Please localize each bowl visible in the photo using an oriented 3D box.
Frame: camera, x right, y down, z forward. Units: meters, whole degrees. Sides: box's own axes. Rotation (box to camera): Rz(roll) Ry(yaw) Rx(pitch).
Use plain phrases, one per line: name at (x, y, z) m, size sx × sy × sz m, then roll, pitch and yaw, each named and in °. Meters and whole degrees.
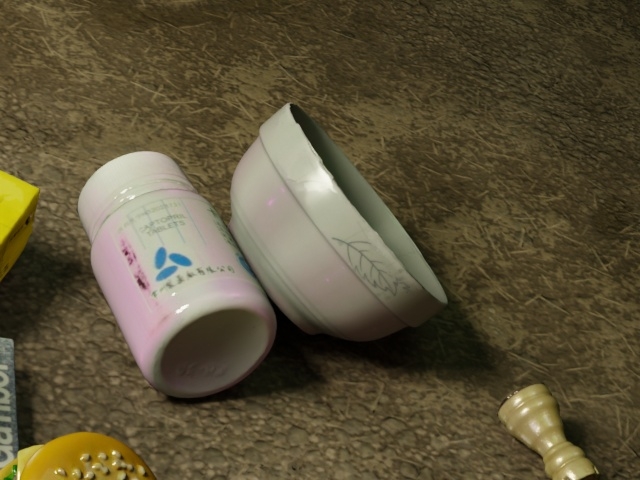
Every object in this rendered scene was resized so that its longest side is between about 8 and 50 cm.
bowl at (0.000, 0.000, 1.587) m, size 0.287 × 0.144 × 0.287 m, roll 51°, pitch 7°, yaw -9°

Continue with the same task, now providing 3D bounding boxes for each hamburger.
hamburger at (-0.203, 0.242, 1.206) m, size 0.162 × 0.115 × 0.162 m, roll 22°, pitch 53°, yaw -34°

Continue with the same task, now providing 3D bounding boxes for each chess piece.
chess piece at (0.249, 0.221, 1.556) m, size 0.066 × 0.066 × 0.122 m, roll -5°, pitch 48°, yaw -33°

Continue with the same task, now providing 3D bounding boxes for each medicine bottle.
medicine bottle at (-0.157, 0.030, 1.510) m, size 0.152 × 0.152 × 0.254 m, roll -2°, pitch 42°, yaw -31°

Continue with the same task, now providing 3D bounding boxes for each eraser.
eraser at (-0.326, 0.172, 1.318) m, size 0.092 × 0.046 × 0.212 m, roll 7°, pitch 37°, yaw -20°

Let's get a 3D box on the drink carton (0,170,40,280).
drink carton at (-0.477, -0.046, 1.442) m, size 0.351 × 0.111 × 0.154 m, roll 26°, pitch 48°, yaw -2°
